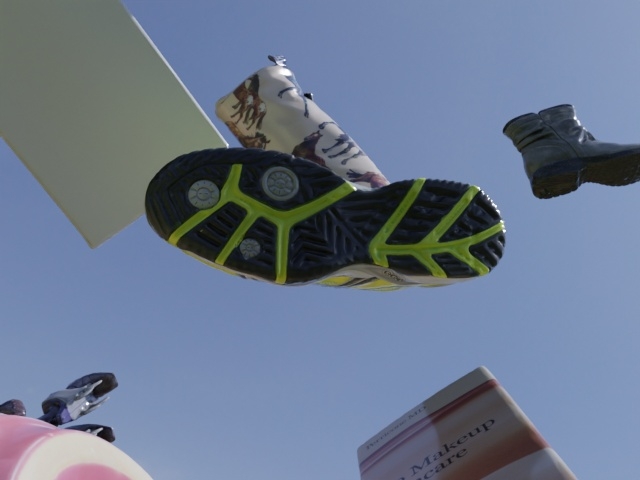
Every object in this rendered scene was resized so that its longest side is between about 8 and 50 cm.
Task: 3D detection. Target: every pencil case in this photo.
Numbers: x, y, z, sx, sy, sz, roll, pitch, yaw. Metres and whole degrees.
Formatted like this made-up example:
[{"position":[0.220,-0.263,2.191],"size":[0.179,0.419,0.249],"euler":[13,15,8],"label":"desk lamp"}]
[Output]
[{"position":[0.002,-0.140,1.518],"size":[0.410,0.183,0.160],"euler":[48,-33,11],"label":"pencil case"}]

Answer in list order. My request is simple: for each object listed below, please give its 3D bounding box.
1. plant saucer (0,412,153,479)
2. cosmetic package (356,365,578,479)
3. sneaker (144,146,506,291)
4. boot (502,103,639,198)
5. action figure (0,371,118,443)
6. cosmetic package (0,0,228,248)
[{"position":[-0.128,0.238,0.472],"size":[0.084,0.332,0.332],"euler":[-28,-47,4],"label":"plant saucer"},{"position":[0.126,0.215,0.624],"size":[0.129,0.153,0.296],"euler":[55,2,-5],"label":"cosmetic package"},{"position":[0.000,0.000,0.919],"size":[0.384,0.145,0.147],"euler":[10,-19,-11],"label":"sneaker"},{"position":[0.439,-0.168,1.397],"size":[0.246,0.161,0.083],"euler":[-10,-34,-2],"label":"boot"},{"position":[-0.336,0.248,0.951],"size":[0.099,0.285,0.185],"euler":[-5,-78,19],"label":"action figure"},{"position":[-0.313,-0.207,1.037],"size":[0.385,0.217,0.156],"euler":[56,-7,-18],"label":"cosmetic package"}]
